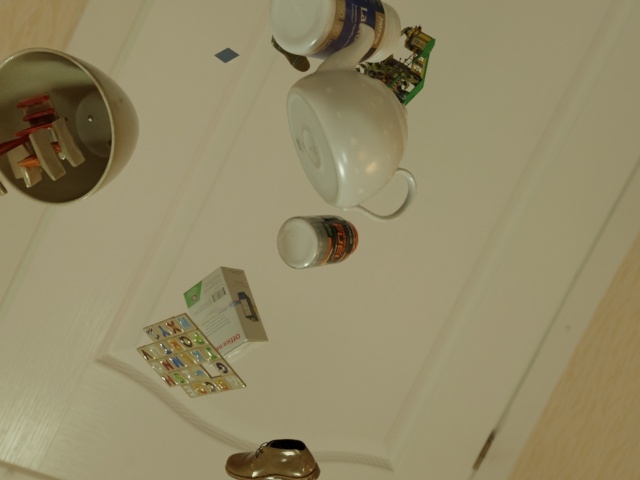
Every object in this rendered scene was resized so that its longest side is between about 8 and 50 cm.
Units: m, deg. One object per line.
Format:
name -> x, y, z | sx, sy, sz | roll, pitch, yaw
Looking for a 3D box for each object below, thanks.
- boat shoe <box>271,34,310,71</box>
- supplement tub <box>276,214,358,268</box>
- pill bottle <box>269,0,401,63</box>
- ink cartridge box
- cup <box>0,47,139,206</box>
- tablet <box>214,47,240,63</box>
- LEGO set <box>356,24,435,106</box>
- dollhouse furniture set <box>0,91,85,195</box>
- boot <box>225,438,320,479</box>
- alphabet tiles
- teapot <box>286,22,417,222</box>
boat shoe -> -0.089, -0.578, 1.849 | 0.152, 0.056, 0.049 | 39, -153, -36
supplement tub -> 0.000, 0.000, 1.370 | 0.117, 0.117, 0.190 | 28, -161, 29
pill bottle -> 0.038, -0.430, 1.193 | 0.153, 0.153, 0.264 | 29, -156, 33
ink cartridge box -> -0.246, 0.197, 1.559 | 0.093, 0.154, 0.212 | 16, -135, -54
cup -> -0.550, -0.260, 1.386 | 0.331, 0.331, 0.237 | 27, -161, 8
tablet -> -0.281, -0.554, 1.817 | 0.083, 0.054, 0.006 | 43, 161, 43
LEGO set -> 0.163, -0.483, 1.751 | 0.192, 0.331, 0.255 | 36, 168, 18
dollhouse furniture set -> -0.601, -0.187, 1.180 | 0.262, 0.135, 0.259 | -12, -156, 14
boot -> -0.149, 0.605, 1.699 | 0.305, 0.115, 0.112 | -10, -160, 29
alphabet tiles -> -0.286, 0.248, 1.260 | 0.237, 0.009, 0.198 | -22, 111, 41
teapot -> 0.068, -0.185, 1.050 | 0.253, 0.187, 0.256 | 61, 164, 25
